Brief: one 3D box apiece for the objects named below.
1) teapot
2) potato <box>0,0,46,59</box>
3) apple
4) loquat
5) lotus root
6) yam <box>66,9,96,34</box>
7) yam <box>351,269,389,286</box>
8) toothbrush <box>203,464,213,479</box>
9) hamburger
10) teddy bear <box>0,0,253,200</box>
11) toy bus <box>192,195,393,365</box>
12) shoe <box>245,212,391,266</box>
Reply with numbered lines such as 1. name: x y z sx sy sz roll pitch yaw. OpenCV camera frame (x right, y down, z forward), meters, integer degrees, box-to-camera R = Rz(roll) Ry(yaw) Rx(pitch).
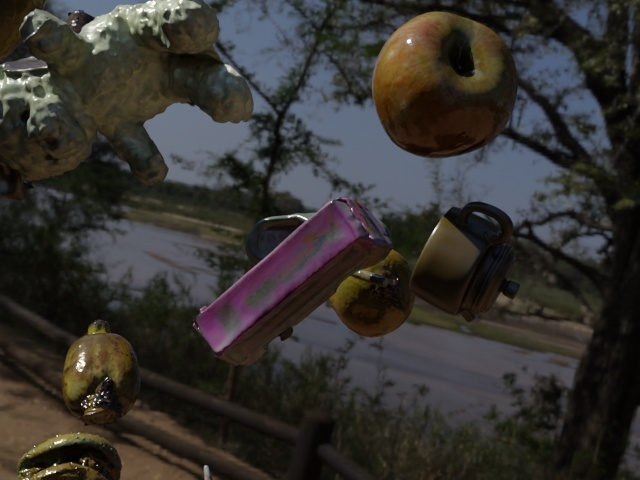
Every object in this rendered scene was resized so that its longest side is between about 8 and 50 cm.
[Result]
1. teapot: 0.279 0.044 1.489 0.175 0.268 0.185 26 45 14
2. potato: -0.647 -0.482 1.631 0.191 0.296 0.141 45 9 -9
3. apple: 0.214 -0.269 1.482 0.264 0.264 0.264 13 0 0
4. loquat: 0.132 0.124 2.068 0.244 0.244 0.244 13 0 0
5. lotus root: -0.491 0.300 1.858 0.169 0.141 0.314 6 37 -17
6. yam: -0.510 -0.413 1.755 0.084 0.127 0.084 4 -23 2
7. yam: 0.074 0.061 1.466 0.116 0.021 0.021 17 3 43
8. toothbrush: -0.217 0.637 1.774 0.029 0.307 0.025 -10 -9 -25
9. hamburger: -0.435 0.412 1.409 0.177 0.185 0.113 19 37 -34
10. teddy bear: -0.360 -0.196 1.271 0.375 0.362 0.327 19 -35 44
11. toy bus: -0.042 0.056 1.080 0.090 0.274 0.112 55 17 20
12. shoe: 0.000 0.000 1.381 0.251 0.103 0.100 -5 -9 -6
